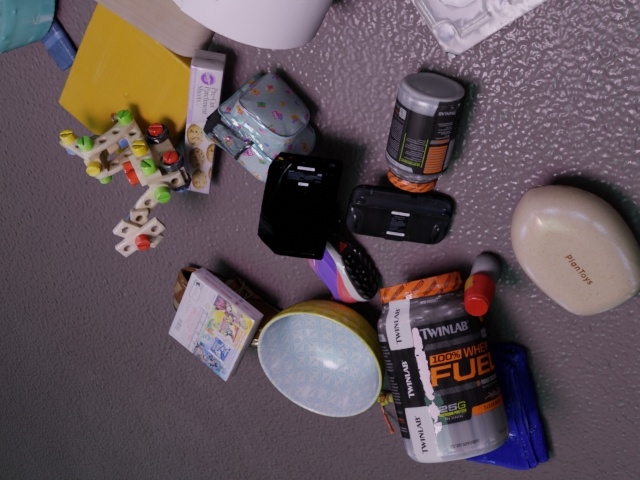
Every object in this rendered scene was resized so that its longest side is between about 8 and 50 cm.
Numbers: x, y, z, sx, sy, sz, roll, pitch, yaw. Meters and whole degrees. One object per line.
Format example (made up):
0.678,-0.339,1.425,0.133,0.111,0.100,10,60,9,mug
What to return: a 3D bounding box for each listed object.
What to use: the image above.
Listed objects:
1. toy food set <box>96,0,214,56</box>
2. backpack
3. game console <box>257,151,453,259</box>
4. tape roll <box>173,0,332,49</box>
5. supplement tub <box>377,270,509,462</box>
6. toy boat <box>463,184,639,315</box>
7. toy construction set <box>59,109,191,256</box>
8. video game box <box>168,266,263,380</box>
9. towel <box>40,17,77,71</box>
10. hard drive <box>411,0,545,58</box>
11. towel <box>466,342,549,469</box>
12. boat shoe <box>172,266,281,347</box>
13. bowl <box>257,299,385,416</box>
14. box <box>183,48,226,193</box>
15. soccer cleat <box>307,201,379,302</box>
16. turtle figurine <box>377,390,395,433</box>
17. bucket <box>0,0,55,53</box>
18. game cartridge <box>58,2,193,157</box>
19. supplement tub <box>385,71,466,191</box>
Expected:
-0.316,-0.518,1.437,0.306,0.092,0.219,32,131,-3,toy food set
-0.100,-0.212,1.453,0.188,0.166,0.144,49,136,-12,backpack
0.068,-0.047,1.445,0.362,0.044,0.213,8,126,-6,game console
-0.114,-0.437,1.228,0.286,0.286,0.100,37,131,4,tape roll
0.230,0.240,1.474,0.207,0.207,0.337,-17,84,37,supplement tub
0.393,0.029,1.355,0.318,0.148,0.267,-28,109,32,toy boat
-0.389,-0.135,1.556,0.327,0.215,0.151,60,168,26,toy construction set
-0.242,0.192,1.739,0.187,0.048,0.205,38,125,17,video game box
-0.580,-0.439,1.673,0.067,0.029,0.119,-19,108,40,towel
0.206,-0.479,1.159,0.237,0.064,0.338,-25,106,40,hard drive
0.352,0.357,1.628,0.228,0.076,0.308,-2,119,31,towel
-0.215,0.152,1.798,0.324,0.122,0.119,17,124,19,boat shoe
0.024,0.232,1.679,0.290,0.156,0.289,13,126,19,bowl
-0.242,-0.235,1.555,0.067,0.063,0.323,9,135,-7,box
0.000,0.000,1.579,0.117,0.108,0.318,-16,114,41,soccer cleat
0.212,0.356,1.691,0.270,0.087,0.217,23,131,59,turtle figurine
-0.704,-0.514,1.572,0.281,0.183,0.281,14,119,28,bucket
-0.404,-0.325,1.638,0.285,0.052,0.323,41,129,0,game cartridge
0.179,-0.187,1.335,0.117,0.117,0.190,22,129,16,supplement tub
